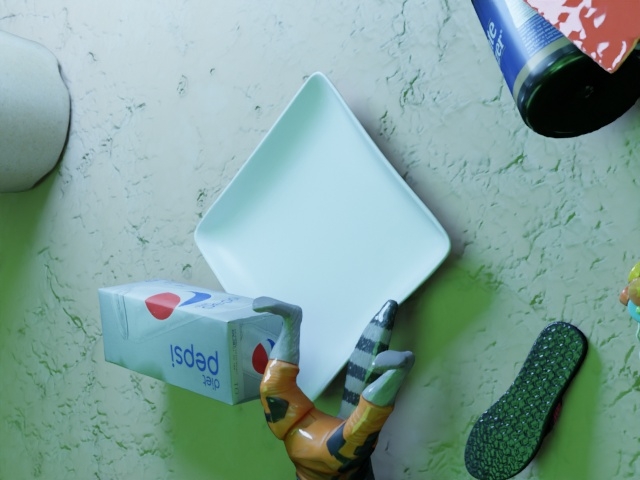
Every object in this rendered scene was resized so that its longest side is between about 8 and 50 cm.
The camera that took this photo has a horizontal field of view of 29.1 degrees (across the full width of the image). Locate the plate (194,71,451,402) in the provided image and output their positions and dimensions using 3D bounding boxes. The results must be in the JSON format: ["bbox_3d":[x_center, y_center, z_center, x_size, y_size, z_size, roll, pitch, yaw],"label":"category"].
[{"bbox_3d":[0.000,0.000,1.383,0.277,0.045,0.278,-51,59,28],"label":"plate"}]

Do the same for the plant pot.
[{"bbox_3d":[-0.524,-0.185,1.668,0.334,0.305,0.334,-2,86,41],"label":"plant pot"}]

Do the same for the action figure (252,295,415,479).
[{"bbox_3d":[0.053,0.245,1.253,0.341,0.178,0.330,14,115,32],"label":"action figure"}]

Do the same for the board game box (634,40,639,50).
[{"bbox_3d":[0.373,-0.280,1.015,0.144,0.142,0.275,11,95,41],"label":"board game box"}]

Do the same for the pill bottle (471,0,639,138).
[{"bbox_3d":[0.212,-0.214,1.153,0.123,0.123,0.219,-40,50,32],"label":"pill bottle"}]

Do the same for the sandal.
[{"bbox_3d":[0.207,0.163,1.208,0.067,0.040,0.179,35,95,30],"label":"sandal"}]

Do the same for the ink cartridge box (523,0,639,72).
[{"bbox_3d":[0.232,-0.378,0.999,0.385,0.091,0.308,-60,41,23],"label":"ink cartridge box"}]

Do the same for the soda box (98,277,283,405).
[{"bbox_3d":[-0.149,0.111,1.432,0.286,0.091,0.098,9,105,51],"label":"soda box"}]

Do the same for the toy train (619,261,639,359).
[{"bbox_3d":[0.339,0.056,1.091,0.166,0.046,0.125,-25,71,36],"label":"toy train"}]
